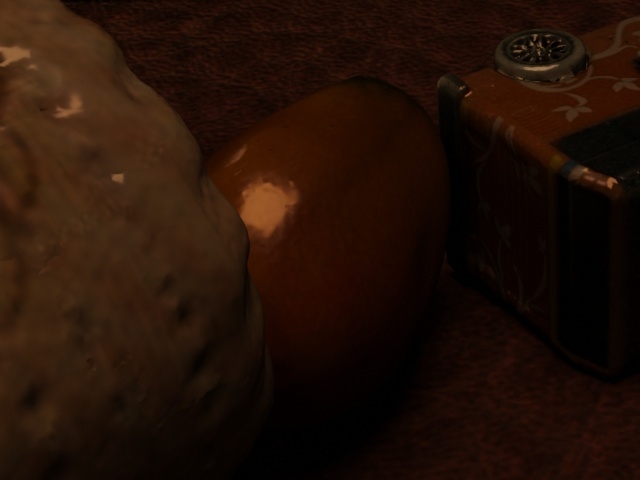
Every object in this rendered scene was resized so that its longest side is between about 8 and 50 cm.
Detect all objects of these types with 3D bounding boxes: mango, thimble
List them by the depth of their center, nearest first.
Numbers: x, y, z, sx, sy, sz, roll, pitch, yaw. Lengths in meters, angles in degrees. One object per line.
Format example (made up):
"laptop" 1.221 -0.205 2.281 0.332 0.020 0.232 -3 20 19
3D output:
"thimble" -0.175 0.022 0.770 0.291 0.291 0.195 23 41 37
"mango" 0.000 0.006 0.901 0.120 0.152 0.221 8 25 24

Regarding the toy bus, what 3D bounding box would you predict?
"toy bus" 0.218 -0.051 0.975 0.275 0.138 0.167 -21 37 -22
